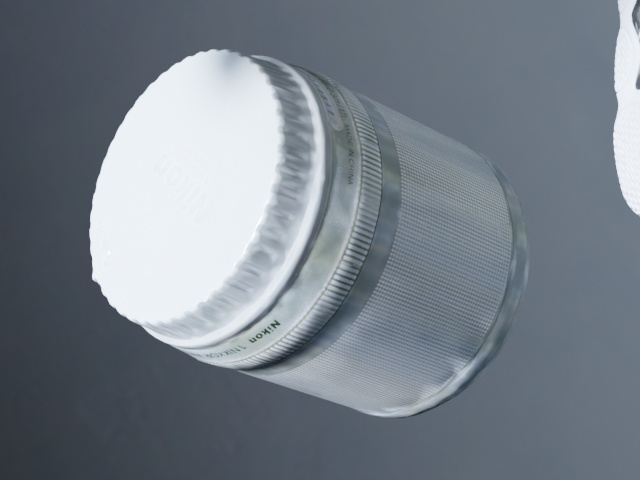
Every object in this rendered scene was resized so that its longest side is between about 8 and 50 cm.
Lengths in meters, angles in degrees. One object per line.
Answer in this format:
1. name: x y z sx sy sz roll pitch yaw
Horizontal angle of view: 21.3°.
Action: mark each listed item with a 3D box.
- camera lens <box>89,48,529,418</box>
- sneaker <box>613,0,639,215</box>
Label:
1. camera lens: 0.000 0.000 1.243 0.274 0.219 0.219 22 -155 -41
2. sneaker: 0.392 -0.202 1.588 0.137 0.210 0.366 -130 40 -72
